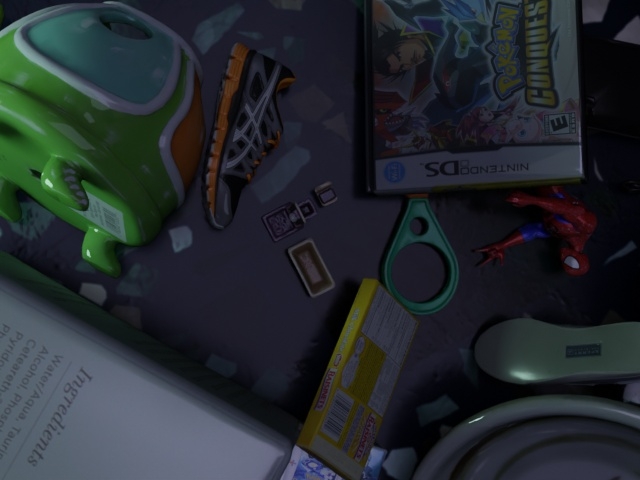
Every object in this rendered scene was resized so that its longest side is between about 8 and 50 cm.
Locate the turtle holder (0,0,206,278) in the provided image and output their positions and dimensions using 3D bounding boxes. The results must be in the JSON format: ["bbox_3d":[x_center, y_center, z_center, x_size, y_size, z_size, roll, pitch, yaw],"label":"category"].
[{"bbox_3d":[-0.267,-0.135,1.058,0.320,0.243,0.227,20,65,32],"label":"turtle holder"}]

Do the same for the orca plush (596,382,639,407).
[{"bbox_3d":[0.378,0.257,1.203,0.151,0.102,0.287,-36,104,-52],"label":"orca plush"}]

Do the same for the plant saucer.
[{"bbox_3d":[0.292,0.336,1.113,0.401,0.100,0.400,7,111,18],"label":"plant saucer"}]

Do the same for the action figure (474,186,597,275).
[{"bbox_3d":[0.232,-0.079,1.175,0.139,0.091,0.280,-22,90,-15],"label":"action figure"}]

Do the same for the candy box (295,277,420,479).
[{"bbox_3d":[0.045,0.155,1.117,0.105,0.027,0.205,46,59,-44],"label":"candy box"}]

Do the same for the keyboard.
[{"bbox_3d":[0.447,-0.132,1.237,0.317,0.033,0.201,11,81,-7],"label":"keyboard"}]

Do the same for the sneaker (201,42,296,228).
[{"bbox_3d":[-0.085,-0.116,1.136,0.083,0.084,0.214,13,85,-12],"label":"sneaker"}]

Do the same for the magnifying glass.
[{"bbox_3d":[0.116,-0.026,1.189,0.092,0.026,0.230,-2,87,-8],"label":"magnifying glass"}]

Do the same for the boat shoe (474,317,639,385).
[{"bbox_3d":[0.292,0.137,1.149,0.228,0.081,0.079,-5,65,34],"label":"boat shoe"}]

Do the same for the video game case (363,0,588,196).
[{"bbox_3d":[0.172,-0.192,1.136,0.248,0.035,0.274,-3,83,19],"label":"video game case"}]

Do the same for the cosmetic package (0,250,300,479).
[{"bbox_3d":[-0.264,0.226,0.948,0.394,0.329,0.327,29,84,4],"label":"cosmetic package"}]

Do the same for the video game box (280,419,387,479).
[{"bbox_3d":[-0.049,0.297,1.142,0.205,0.048,0.187,19,87,-7],"label":"video game box"}]

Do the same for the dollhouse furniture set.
[{"bbox_3d":[0.000,0.000,1.142,0.091,0.081,0.114,-27,92,-8],"label":"dollhouse furniture set"}]
